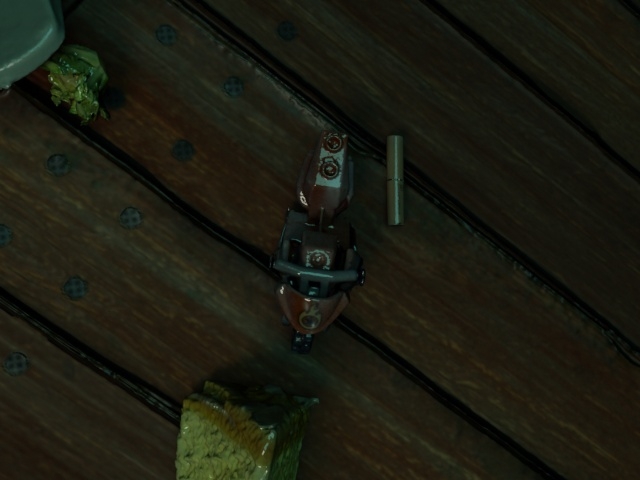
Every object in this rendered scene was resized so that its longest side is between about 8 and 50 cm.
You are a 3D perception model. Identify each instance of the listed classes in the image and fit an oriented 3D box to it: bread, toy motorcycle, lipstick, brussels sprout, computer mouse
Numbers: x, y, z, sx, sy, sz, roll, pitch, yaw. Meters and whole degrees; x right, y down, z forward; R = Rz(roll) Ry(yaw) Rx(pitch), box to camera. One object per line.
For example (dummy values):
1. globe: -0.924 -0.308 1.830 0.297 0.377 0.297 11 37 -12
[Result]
1. bread: -0.070 0.198 0.522 0.127 0.152 0.147 10 85 -3
2. toy motorcycle: 0.000 0.000 0.565 0.084 0.118 0.213 8 83 -2
3. lipstick: 0.078 -0.062 0.639 0.018 0.019 0.094 1 85 -12
4. brussels sprout: -0.220 -0.145 0.559 0.058 0.085 0.085 -26 90 -15
5. computer mouse: -0.294 -0.227 0.534 0.127 0.079 0.231 -20 78 3
